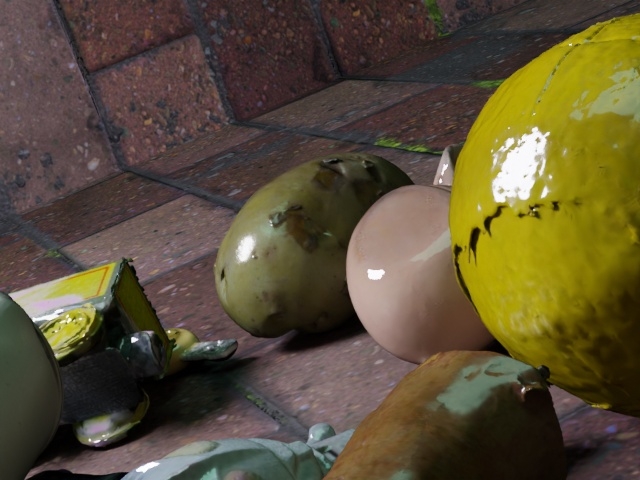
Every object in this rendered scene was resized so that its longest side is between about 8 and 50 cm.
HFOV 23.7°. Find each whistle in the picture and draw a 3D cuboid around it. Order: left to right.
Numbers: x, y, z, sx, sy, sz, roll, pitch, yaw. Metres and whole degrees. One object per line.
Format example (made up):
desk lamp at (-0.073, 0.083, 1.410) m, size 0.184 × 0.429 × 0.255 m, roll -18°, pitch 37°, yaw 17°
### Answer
whistle at (-0.012, 0.178, 1.003) m, size 0.346 × 0.133 × 0.142 m, roll -17°, pitch 7°, yaw -31°

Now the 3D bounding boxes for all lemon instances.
lemon at (0.230, -0.017, 1.039) m, size 0.297 × 0.297 × 0.297 m, roll -19°, pitch 13°, yaw 5°

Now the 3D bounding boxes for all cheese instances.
cheese at (-0.146, 0.119, 1.584) m, size 0.162 × 0.036 × 0.086 m, roll -8°, pitch 20°, yaw 45°

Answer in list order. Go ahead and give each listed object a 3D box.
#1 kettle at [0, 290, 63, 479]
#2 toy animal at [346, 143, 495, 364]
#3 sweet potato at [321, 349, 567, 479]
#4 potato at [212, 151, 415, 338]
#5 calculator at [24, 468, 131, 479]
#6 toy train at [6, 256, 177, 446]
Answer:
kettle at (-0.342, 0.198, 1.173) m, size 0.205 × 0.265 × 0.318 m, roll 9°, pitch 22°, yaw 4°
toy animal at (0.098, 0.025, 1.337) m, size 0.166 × 0.154 × 0.250 m, roll -38°, pitch 8°, yaw 9°
sweet potato at (0.017, 0.199, 0.861) m, size 0.131 × 0.131 × 0.337 m, roll -3°, pitch 34°, yaw 51°
potato at (0.000, 0.000, 1.576) m, size 0.165 × 0.165 × 0.262 m, roll -7°, pitch 25°, yaw 44°
calculator at (-0.265, 0.259, 1.218) m, size 0.177 × 0.040 × 0.268 m, roll -9°, pitch 22°, yaw 47°
toy train at (-0.267, 0.121, 1.494) m, size 0.261 × 0.134 × 0.177 m, roll -16°, pitch 30°, yaw 15°
